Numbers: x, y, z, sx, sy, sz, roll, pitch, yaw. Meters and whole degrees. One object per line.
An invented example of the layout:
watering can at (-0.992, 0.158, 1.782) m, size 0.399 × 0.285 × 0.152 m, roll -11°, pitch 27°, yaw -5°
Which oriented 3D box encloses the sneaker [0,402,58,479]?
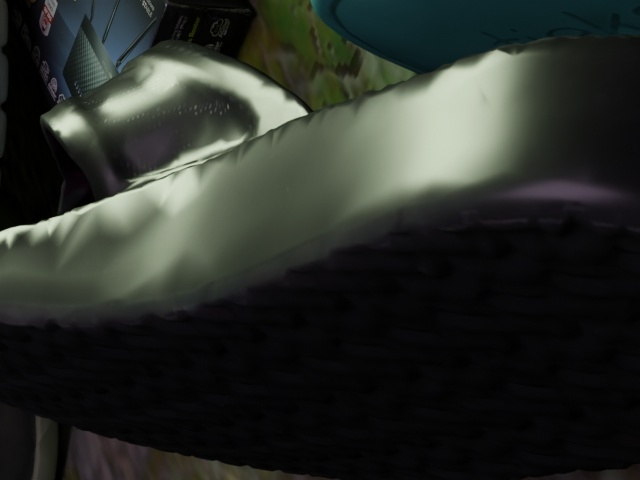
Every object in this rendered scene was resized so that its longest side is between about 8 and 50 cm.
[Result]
sneaker at (-0.199, 0.122, 0.875) m, size 0.083 × 0.118 × 0.222 m, roll 55°, pitch 133°, yaw 41°

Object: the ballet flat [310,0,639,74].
ballet flat at (0.154, -0.110, 0.325) m, size 0.483 × 0.164 × 0.182 m, roll 12°, pitch 82°, yaw 58°

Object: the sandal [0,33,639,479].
sandal at (0.003, 0.001, 0.562) m, size 0.446 × 0.167 × 0.107 m, roll -10°, pitch 57°, yaw 53°

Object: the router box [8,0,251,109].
router box at (-0.080, -0.090, 0.768) m, size 0.122 × 0.038 × 0.092 m, roll 57°, pitch 134°, yaw 40°

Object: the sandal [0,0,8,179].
sandal at (-0.201, -0.136, 0.859) m, size 0.169 × 0.102 × 0.416 m, roll 142°, pitch 130°, yaw -63°
